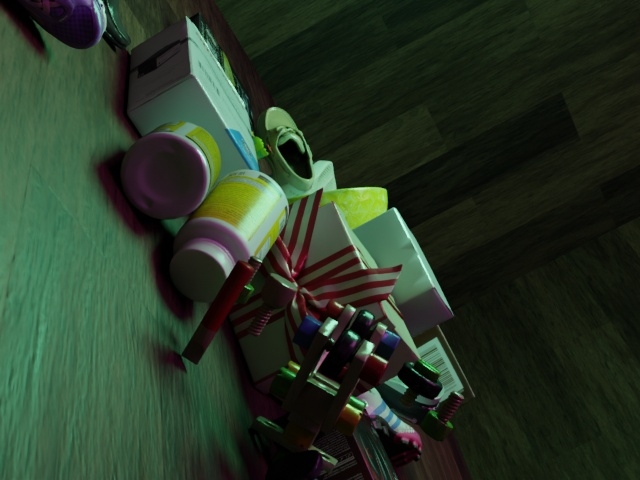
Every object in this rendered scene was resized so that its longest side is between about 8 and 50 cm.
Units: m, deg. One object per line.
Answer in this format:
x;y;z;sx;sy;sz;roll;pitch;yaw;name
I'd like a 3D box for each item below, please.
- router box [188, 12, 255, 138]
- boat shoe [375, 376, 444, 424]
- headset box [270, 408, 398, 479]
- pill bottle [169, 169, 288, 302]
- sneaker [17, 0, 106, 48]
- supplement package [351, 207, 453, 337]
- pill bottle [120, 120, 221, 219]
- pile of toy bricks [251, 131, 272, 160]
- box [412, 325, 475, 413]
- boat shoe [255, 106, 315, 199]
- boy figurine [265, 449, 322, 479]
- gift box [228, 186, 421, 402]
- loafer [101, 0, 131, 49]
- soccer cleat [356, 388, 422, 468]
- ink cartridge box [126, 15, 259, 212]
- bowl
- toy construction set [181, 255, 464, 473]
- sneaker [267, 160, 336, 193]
-0.244;-0.360;2.256;0.242;0.081;0.309;59;7;-25;router box
0.101;0.271;2.022;0.303;0.091;0.114;32;31;20;boat shoe
0.057;0.384;1.450;0.293;0.110;0.218;65;7;22;headset box
-0.129;-0.005;1.391;0.117;0.117;0.215;60;30;-19;pill bottle
-0.363;-0.325;1.243;0.236;0.095;0.104;52;18;-33;sneaker
0.061;0.107;1.797;0.177;0.293;0.175;67;8;28;supplement package
-0.203;-0.105;1.403;0.119;0.119;0.208;61;7;-11;pill bottle
-0.156;-0.181;2.102;0.212;0.105;0.118;62;7;1;pile of toy bricks
0.186;0.279;2.257;0.191;0.143;0.381;62;-10;-5;box
-0.068;-0.198;2.156;0.302;0.109;0.098;-105;-153;-42;boat shoe
0.027;0.395;1.223;0.285;0.092;0.177;55;30;-22;boy figurine
0.005;0.094;1.564;0.255;0.276;0.258;60;6;31;gift box
-0.356;-0.396;1.647;0.170;0.061;0.062;59;6;-29;loafer
0.108;0.350;1.938;0.331;0.116;0.143;51;14;-57;soccer cleat
-0.216;-0.216;1.694;0.223;0.129;0.307;58;8;-29;ink cartridge box
0.000;0.000;1.953;0.289;0.290;0.155;21;58;-80;bowl
-0.036;0.187;1.263;0.309;0.237;0.257;30;7;-19;toy construction set
-0.089;-0.089;2.266;0.350;0.148;0.131;-41;128;-60;sneaker
